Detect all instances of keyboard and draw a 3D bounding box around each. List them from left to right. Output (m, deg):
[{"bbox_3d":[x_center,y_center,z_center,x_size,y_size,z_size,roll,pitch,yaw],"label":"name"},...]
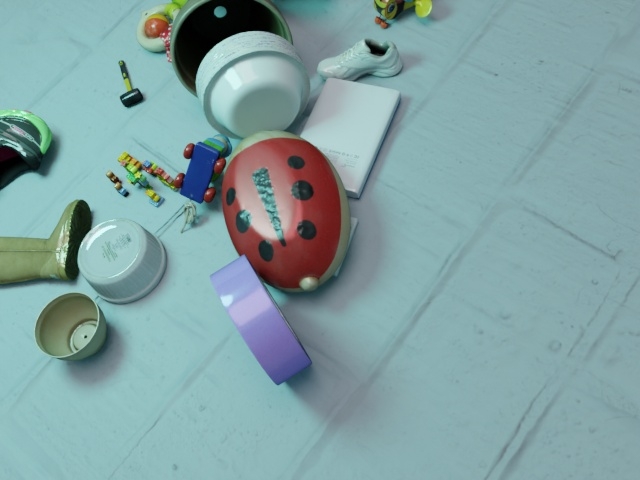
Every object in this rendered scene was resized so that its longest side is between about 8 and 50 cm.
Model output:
[{"bbox_3d":[-0.106,-0.235,1.819,0.072,0.014,0.256,15,67,25],"label":"keyboard"}]

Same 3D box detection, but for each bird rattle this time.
[{"bbox_3d":[-0.459,-0.637,2.073,0.207,0.143,0.254,-9,74,21],"label":"bird rattle"}]

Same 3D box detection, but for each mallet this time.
[{"bbox_3d":[-0.582,-0.466,2.036,0.062,0.039,0.190,-31,56,-2],"label":"mallet"}]

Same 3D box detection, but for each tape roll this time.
[{"bbox_3d":[-0.126,0.167,1.460,0.090,0.275,0.275,-33,61,-5],"label":"tape roll"}]

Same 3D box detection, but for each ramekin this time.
[{"bbox_3d":[-0.499,0.042,1.705,0.207,0.109,0.207,-6,61,10],"label":"ramekin"}]

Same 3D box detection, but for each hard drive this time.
[{"bbox_3d":[0.057,-0.271,1.783,0.210,0.040,0.319,16,68,20],"label":"hard drive"}]

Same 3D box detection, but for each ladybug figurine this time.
[{"bbox_3d":[-0.096,-0.085,1.616,0.305,0.162,0.449,-29,62,8],"label":"ladybug figurine"}]

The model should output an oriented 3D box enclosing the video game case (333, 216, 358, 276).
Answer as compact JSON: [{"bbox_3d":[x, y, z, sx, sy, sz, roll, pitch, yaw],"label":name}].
[{"bbox_3d":[0.000,0.000,1.666,0.143,0.019,0.157,14,67,19],"label":"video game case"}]

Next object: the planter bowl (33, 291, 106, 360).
[{"bbox_3d":[-0.575,0.216,1.631,0.162,0.109,0.162,-5,62,10],"label":"planter bowl"}]

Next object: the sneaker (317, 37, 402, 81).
[{"bbox_3d":[0.100,-0.496,1.848,0.232,0.115,0.090,-9,61,8],"label":"sneaker"}]

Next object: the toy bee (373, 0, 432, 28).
[{"bbox_3d":[0.207,-0.687,1.924,0.298,0.162,0.195,-5,50,-18],"label":"toy bee"}]

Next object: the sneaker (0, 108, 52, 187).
[{"bbox_3d":[-0.996,-0.228,1.917,0.482,0.185,0.202,-14,57,6],"label":"sneaker"}]

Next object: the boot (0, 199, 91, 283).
[{"bbox_3d":[-0.754,0.001,1.797,0.269,0.089,0.236,-1,62,14],"label":"boot"}]

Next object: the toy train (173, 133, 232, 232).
[{"bbox_3d":[-0.304,-0.151,1.767,0.105,0.248,0.143,26,29,1],"label":"toy train"}]

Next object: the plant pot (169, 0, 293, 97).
[{"bbox_3d":[-0.257,-0.576,1.890,0.323,0.323,0.280,-20,43,2],"label":"plant pot"}]

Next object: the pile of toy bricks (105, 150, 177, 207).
[{"bbox_3d":[-0.491,-0.176,1.819,0.212,0.105,0.118,31,73,25],"label":"pile of toy bricks"}]

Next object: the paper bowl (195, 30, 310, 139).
[{"bbox_3d":[-0.162,-0.369,1.737,0.284,0.284,0.148,-23,53,0],"label":"paper bowl"}]
